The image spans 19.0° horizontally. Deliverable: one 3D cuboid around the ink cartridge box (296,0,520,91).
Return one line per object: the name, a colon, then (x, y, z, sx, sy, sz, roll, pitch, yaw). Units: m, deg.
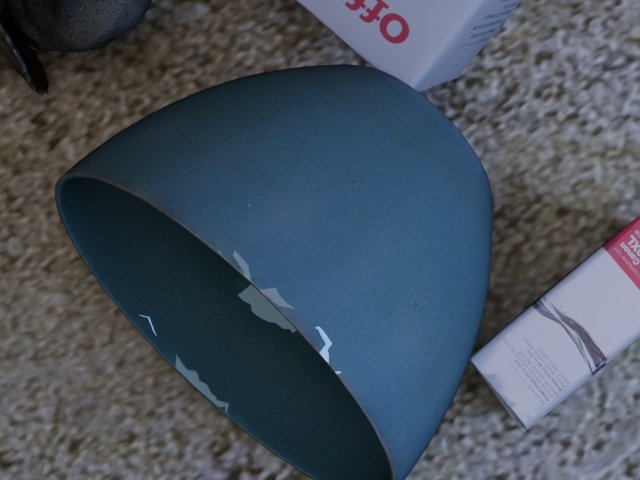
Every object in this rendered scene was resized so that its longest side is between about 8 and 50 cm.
ink cartridge box: (0.082, -0.284, 1.255, 0.223, 0.129, 0.307, 42, 111, 8)

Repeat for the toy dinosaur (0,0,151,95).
toy dinosaur: (-0.158, -0.188, 1.300, 0.313, 0.121, 0.160, -14, 73, 43)

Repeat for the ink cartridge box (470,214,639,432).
ink cartridge box: (0.175, 0.055, 1.281, 0.150, 0.109, 0.063, -40, 84, 4)

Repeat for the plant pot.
plant pot: (0.000, 0.000, 1.242, 0.290, 0.290, 0.195, 42, 71, 7)
